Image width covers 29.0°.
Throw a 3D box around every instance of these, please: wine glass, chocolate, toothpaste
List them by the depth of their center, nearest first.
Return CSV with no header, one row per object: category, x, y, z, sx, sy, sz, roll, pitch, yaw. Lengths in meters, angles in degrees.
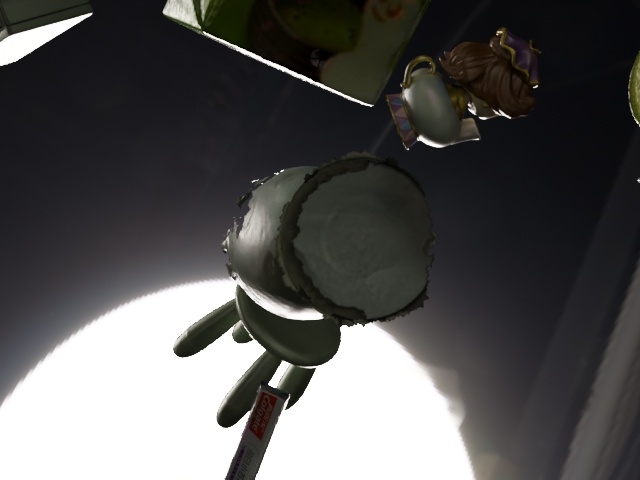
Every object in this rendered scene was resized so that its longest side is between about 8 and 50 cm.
wine glass,0.004,0.003,1.387,0.190,0.190,0.357,-61,-167,-7
chocolate,0.001,-0.341,1.550,0.288,0.301,0.137,-62,-150,15
toothpaste,-0.098,0.291,1.697,0.040,0.047,0.196,-35,148,-75

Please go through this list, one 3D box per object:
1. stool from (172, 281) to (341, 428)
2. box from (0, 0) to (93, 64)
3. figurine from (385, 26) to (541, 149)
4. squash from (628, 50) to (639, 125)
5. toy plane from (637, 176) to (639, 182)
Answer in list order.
stool,-0.093,0.170,1.996,0.195,0.195,0.198,54,-53,21
box,-0.407,-0.328,1.452,0.117,0.225,0.225,-26,-172,-37
figurine,0.245,-0.248,2.044,0.263,0.189,0.142,-23,-140,11
squash,0.656,-0.289,2.167,0.252,0.049,0.252,-15,-110,50
toy plane,0.522,-0.107,1.696,0.255,0.101,0.251,158,-78,-69
